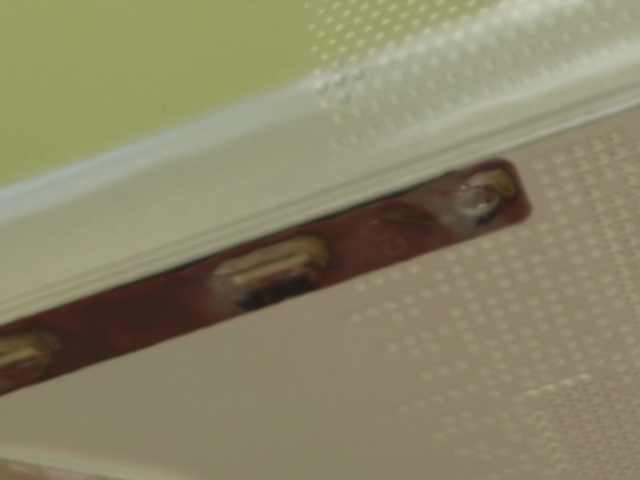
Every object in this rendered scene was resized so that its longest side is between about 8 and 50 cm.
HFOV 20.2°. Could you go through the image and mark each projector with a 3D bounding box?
[{"bbox_3d":[0.000,0.000,0.441,0.163,0.243,0.177,-96,164,-49],"label":"projector"}]
